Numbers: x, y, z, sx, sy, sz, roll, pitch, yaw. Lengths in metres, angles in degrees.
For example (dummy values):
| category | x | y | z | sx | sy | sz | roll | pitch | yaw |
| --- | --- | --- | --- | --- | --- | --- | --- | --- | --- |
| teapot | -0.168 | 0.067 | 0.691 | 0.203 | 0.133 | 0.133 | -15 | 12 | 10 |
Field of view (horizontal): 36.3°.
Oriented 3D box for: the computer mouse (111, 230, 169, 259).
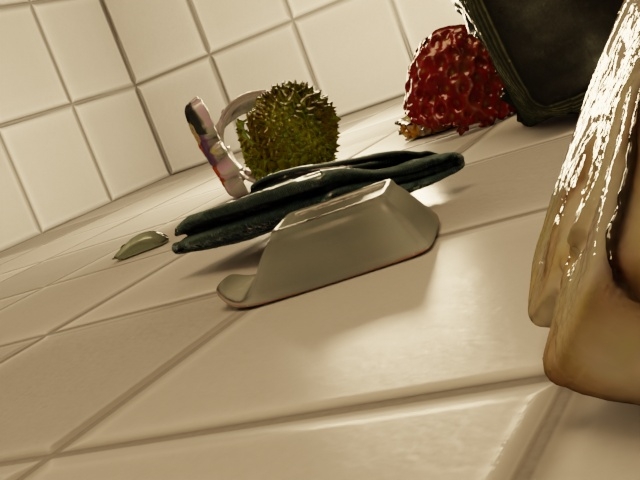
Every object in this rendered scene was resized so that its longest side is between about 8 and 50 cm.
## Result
| category | x | y | z | sx | sy | sz | roll | pitch | yaw |
| --- | --- | --- | --- | --- | --- | --- | --- | --- | --- |
| computer mouse | -0.331 | 0.006 | 1.773 | 0.110 | 0.032 | 0.056 | -21 | 9 | -2 |

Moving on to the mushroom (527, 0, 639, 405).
| category | x | y | z | sx | sy | sz | roll | pitch | yaw |
| --- | --- | --- | --- | --- | --- | --- | --- | --- | --- |
| mushroom | 0.204 | -0.008 | 0.494 | 0.162 | 0.173 | 0.236 | 17 | 62 | 8 |

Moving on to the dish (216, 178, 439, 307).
| category | x | y | z | sx | sy | sz | roll | pitch | yaw |
| --- | --- | --- | --- | --- | --- | --- | --- | --- | --- |
| dish | 0.000 | 0.000 | 1.001 | 0.234 | 0.064 | 0.154 | -20 | 10 | 14 |

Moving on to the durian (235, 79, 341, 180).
| category | x | y | z | sx | sy | sz | roll | pitch | yaw |
| --- | --- | --- | --- | --- | --- | --- | --- | --- | --- |
| durian | -0.056 | -0.215 | 1.925 | 0.176 | 0.200 | 0.237 | -28 | -1 | 31 |

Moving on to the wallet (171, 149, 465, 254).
| category | x | y | z | sx | sy | sz | roll | pitch | yaw |
| --- | --- | --- | --- | --- | --- | --- | --- | --- | --- |
| wallet | -0.014 | -0.057 | 1.239 | 0.237 | 0.075 | 0.342 | -14 | -1 | -39 |

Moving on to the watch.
| category | x | y | z | sx | sy | sz | roll | pitch | yaw |
| --- | --- | --- | --- | --- | --- | --- | --- | --- | --- |
| watch | -0.148 | -0.232 | 2.094 | 0.231 | 0.244 | 0.196 | -28 | 9 | -3 |

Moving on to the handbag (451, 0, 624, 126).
| category | x | y | z | sx | sy | sz | roll | pitch | yaw |
| --- | --- | --- | --- | --- | --- | --- | --- | --- | --- |
| handbag | 0.332 | -0.329 | 1.439 | 0.247 | 0.340 | 0.240 | -26 | -9 | -2 |

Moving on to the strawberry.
| category | x | y | z | sx | sy | sz | roll | pitch | yaw |
| --- | --- | --- | --- | --- | --- | --- | --- | --- | --- |
| strawberry | 0.250 | -0.304 | 1.771 | 0.234 | 0.178 | 0.234 | -7 | 21 | 3 |

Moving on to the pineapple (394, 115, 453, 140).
| category | x | y | z | sx | sy | sz | roll | pitch | yaw |
| --- | --- | --- | --- | --- | --- | --- | --- | --- | --- |
| pineapple | 0.257 | -0.251 | 1.958 | 0.221 | 0.047 | 0.221 | -19 | 13 | 5 |
